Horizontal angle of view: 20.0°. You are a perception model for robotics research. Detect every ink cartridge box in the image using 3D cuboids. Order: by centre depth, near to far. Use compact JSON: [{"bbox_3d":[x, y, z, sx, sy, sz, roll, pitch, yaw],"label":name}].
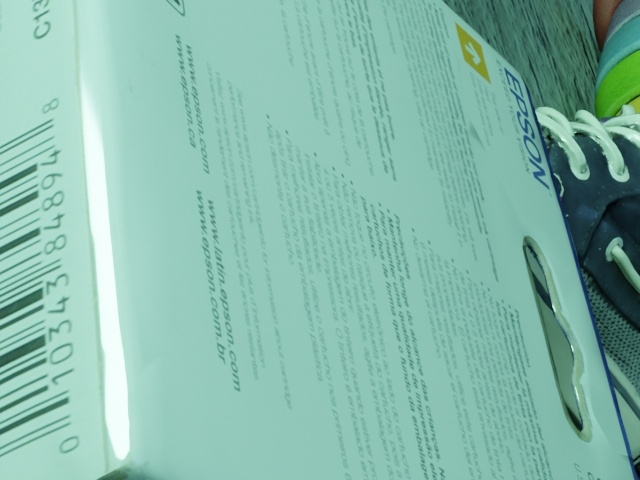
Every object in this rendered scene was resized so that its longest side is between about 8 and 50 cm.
[{"bbox_3d":[0.000,0.000,0.620,0.330,0.071,0.324,39,33,-47],"label":"ink cartridge box"}]

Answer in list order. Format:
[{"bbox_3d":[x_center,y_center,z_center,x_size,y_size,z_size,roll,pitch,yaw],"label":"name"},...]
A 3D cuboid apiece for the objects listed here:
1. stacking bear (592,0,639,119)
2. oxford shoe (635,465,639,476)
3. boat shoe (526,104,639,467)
[{"bbox_3d":[0.280,-0.068,1.314,0.164,0.175,0.289,41,42,-44],"label":"stacking bear"},{"bbox_3d":[0.237,0.104,1.138,0.227,0.096,0.083,23,50,-52],"label":"oxford shoe"},{"bbox_3d":[0.119,-0.032,0.922,0.127,0.158,0.340,39,-8,47],"label":"boat shoe"}]
